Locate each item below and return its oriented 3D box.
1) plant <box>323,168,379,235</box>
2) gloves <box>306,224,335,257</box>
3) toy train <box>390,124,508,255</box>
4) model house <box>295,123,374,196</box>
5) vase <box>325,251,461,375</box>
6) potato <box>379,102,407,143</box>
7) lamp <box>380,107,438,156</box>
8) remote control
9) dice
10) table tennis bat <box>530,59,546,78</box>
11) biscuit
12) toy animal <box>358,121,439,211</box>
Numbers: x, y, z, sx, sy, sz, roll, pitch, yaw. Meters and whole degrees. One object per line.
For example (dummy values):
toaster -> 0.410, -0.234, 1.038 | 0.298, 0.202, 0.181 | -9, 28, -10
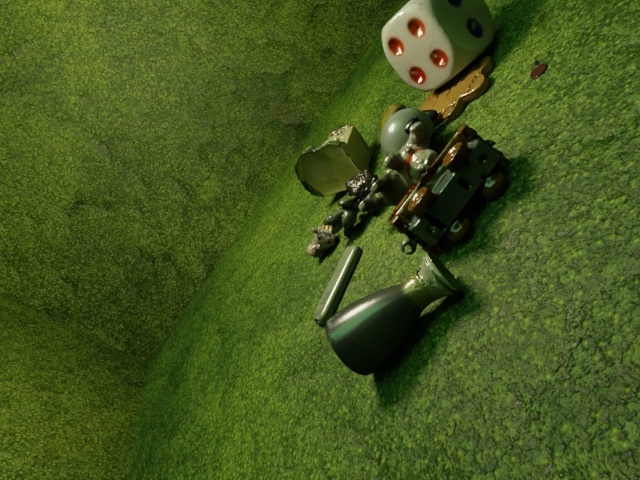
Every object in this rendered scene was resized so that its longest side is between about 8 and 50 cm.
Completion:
plant -> 0.127, -0.138, 1.700 | 0.274, 0.146, 0.149 | -48, 24, 19
gloves -> 0.006, 0.006, 1.830 | 0.094, 0.110, 0.144 | -110, 28, -57
toy train -> 0.327, -0.121, 1.217 | 0.369, 0.163, 0.231 | -54, 12, 5
model house -> 0.063, -0.389, 2.041 | 0.321, 0.261, 0.266 | -16, 38, 38
vase -> 0.179, 0.173, 1.095 | 0.321, 0.173, 0.173 | -42, 23, 19
potato -> 0.299, -0.446, 1.791 | 0.137, 0.154, 0.200 | -18, 45, 26
lamp -> 0.315, -0.373, 1.579 | 0.197, 0.198, 0.244 | -35, 6, 43
remote control -> 0.057, 0.150, 1.568 | 0.090, 0.038, 0.310 | -19, 40, 60
dice -> 0.434, -0.768, 1.676 | 0.304, 0.304, 0.277 | -48, 14, -31
table tennis bat -> 0.638, -0.505, 1.321 | 0.050, 0.007, 0.083 | -36, 29, 43
biscuit -> 0.479, -0.536, 1.669 | 0.355, 0.052, 0.275 | -21, 39, 56
toy animal -> 0.276, -0.176, 1.438 | 0.308, 0.188, 0.266 | -50, -8, 4
